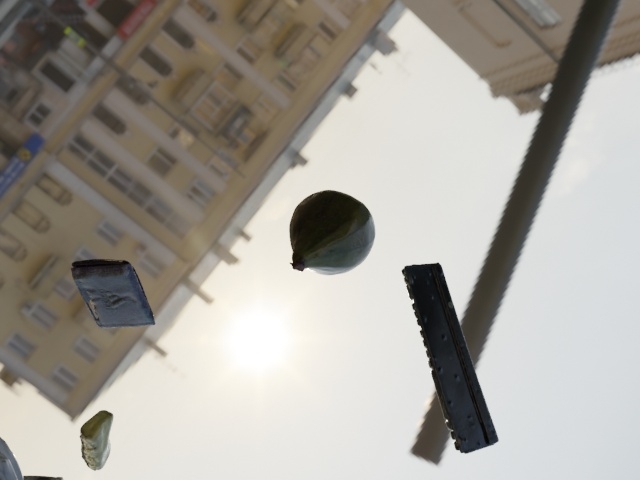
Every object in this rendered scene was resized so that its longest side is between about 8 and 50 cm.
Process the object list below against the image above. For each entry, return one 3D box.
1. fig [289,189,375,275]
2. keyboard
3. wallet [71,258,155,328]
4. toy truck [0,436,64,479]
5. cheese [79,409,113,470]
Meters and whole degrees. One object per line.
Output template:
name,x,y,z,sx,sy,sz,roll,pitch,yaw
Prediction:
fig,-0.002,0.009,1.516,0.185,0.133,0.127,-50,167,-33
keyboard,0.150,0.138,1.216,0.072,0.231,0.023,-5,163,-45
wallet,-0.363,0.094,1.802,0.111,0.166,0.030,-4,-134,8
toy truck,-0.251,0.242,0.734,0.161,0.213,0.177,-8,178,31
cheese,-0.247,0.220,1.131,0.044,0.030,0.083,-49,159,-35
